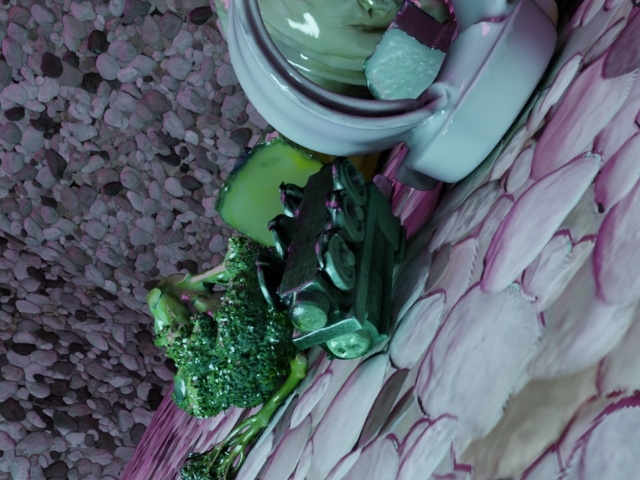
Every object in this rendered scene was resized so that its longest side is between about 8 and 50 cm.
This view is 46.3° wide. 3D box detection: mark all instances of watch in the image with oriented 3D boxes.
[{"bbox_3d":[0.052,-0.179,0.578,0.244,0.231,0.196,-62,4,-8],"label":"watch"}]

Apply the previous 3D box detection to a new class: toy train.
[{"bbox_3d":[0.015,0.013,0.544,0.071,0.111,0.170,-24,31,26],"label":"toy train"}]

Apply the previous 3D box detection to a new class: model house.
[{"bbox_3d":[0.107,-0.192,0.783,0.088,0.100,0.100,-54,6,45],"label":"model house"},{"bbox_3d":[-0.013,-0.111,1.024,0.194,0.170,0.211,-55,7,47],"label":"model house"}]

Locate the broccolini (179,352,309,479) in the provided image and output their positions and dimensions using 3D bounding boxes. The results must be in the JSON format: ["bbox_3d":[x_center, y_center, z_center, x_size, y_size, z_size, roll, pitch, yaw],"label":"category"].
[{"bbox_3d":[-0.064,0.167,0.698,0.194,0.054,0.052,-54,-11,20],"label":"broccolini"}]

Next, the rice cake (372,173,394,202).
[{"bbox_3d":[0.060,-0.039,0.775,0.022,0.022,0.121,-59,6,27],"label":"rice cake"}]

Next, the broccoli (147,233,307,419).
[{"bbox_3d":[-0.087,0.090,0.746,0.195,0.156,0.195,-49,-32,-46],"label":"broccoli"}]

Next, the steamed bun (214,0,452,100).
[{"bbox_3d":[0.001,-0.290,1.096,0.237,0.346,0.394,-64,-14,3],"label":"steamed bun"}]
